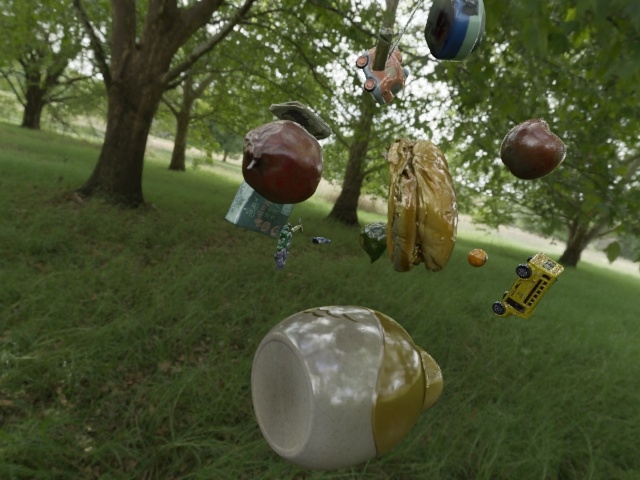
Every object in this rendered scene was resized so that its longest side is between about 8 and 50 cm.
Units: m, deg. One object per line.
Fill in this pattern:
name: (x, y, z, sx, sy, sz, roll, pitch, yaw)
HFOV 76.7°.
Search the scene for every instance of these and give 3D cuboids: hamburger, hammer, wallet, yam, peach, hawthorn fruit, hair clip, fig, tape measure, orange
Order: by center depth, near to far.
hamburger: (0.222, -0.077, 0.920, 0.158, 0.318, 0.318, -5, 4, 11)
yam: (0.208, -0.639, 1.357, 0.054, 0.132, 0.054, 6, 39, -5)
hair clip: (-0.135, 0.018, 1.382, 0.052, 0.195, 0.124, 14, 52, 1)
hawthorn fruit: (-0.145, -0.282, 1.447, 0.325, 0.308, 0.308, 23, 1, -41)
tape measure: (0.532, -0.847, 1.587, 0.138, 0.262, 0.259, -4, -24, -7)
peach: (0.906, -0.387, 1.744, 0.253, 0.252, 0.252, 15, 8, -2)
orange: (0.678, 0.076, 1.749, 0.084, 0.083, 0.083, 15, 8, -2)
hammer: (-0.107, -0.057, 1.802, 0.013, 0.062, 0.199, -4, 8, 9)
wallet: (-0.093, -0.601, 2.087, 0.335, 0.068, 0.275, 34, -20, -37)
fig: (0.323, 0.011, 2.367, 0.195, 0.244, 0.195, -7, 11, 1)

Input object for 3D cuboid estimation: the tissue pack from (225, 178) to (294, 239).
tissue pack: (-0.275, -0.148, 1.931, 0.103, 0.227, 0.316, 29, 4, 35)

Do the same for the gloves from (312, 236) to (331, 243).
gloves: (0.000, 0.000, 1.583, 0.064, 0.026, 0.086, 8, 4, 42)

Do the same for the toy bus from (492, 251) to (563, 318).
toy bus: (0.885, 0.218, 1.742, 0.145, 0.331, 0.151, -23, 50, -41)

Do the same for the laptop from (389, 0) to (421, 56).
laptop: (0.333, -0.852, 1.684, 0.015, 0.269, 0.187, 30, -20, -6)

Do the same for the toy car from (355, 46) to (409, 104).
toy car: (0.312, -0.812, 1.966, 0.212, 0.270, 0.180, -20, -10, 21)

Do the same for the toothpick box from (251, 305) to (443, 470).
toothpick box: (0.067, 0.379, 1.085, 0.425, 0.408, 0.409, 2, 14, -37)
